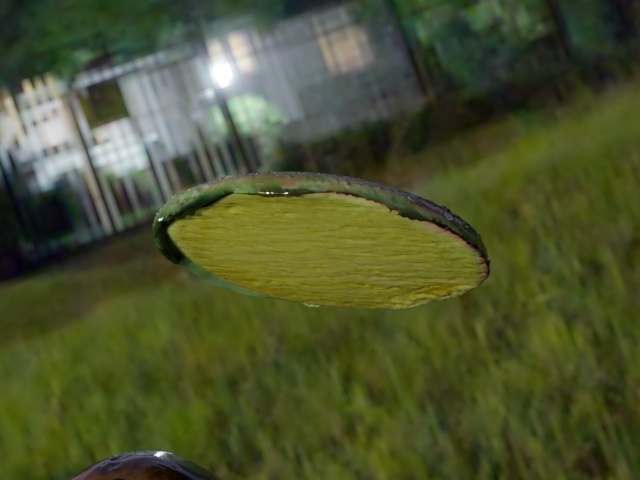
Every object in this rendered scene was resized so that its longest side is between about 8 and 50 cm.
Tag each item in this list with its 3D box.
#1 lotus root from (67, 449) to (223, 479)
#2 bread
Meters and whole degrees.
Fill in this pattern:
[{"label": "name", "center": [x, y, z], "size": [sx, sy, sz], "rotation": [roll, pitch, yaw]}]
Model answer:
[{"label": "lotus root", "center": [-0.101, 0.217, 1.205], "size": [0.141, 0.169, 0.314], "rotation": [-45, -8, -1]}, {"label": "bread", "center": [0.000, 0.000, 1.237], "size": [0.228, 0.034, 0.228], "rotation": [5, -21, 2]}]
